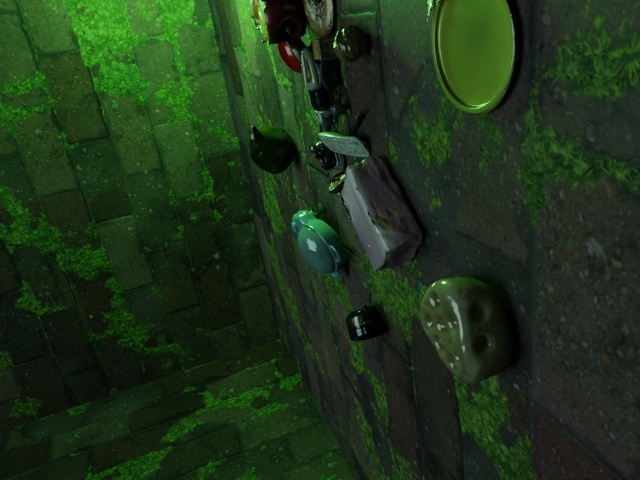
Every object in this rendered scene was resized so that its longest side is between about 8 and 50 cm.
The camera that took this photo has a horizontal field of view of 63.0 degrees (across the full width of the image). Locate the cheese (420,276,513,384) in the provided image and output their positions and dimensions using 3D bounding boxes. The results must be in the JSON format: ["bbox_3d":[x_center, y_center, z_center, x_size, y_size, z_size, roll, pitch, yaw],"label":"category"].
[{"bbox_3d":[0.291,0.172,1.061,0.218,0.117,0.235,-131,27,-60],"label":"cheese"}]

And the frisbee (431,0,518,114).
[{"bbox_3d":[0.253,-0.329,0.875,0.236,0.017,0.236,165,90,-75],"label":"frisbee"}]

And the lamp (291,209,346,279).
[{"bbox_3d":[-0.011,0.005,1.906,0.209,0.147,0.284,92,157,-54],"label":"lamp"}]

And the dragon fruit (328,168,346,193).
[{"bbox_3d":[0.071,-0.192,1.584,0.131,0.097,0.063,-92,-2,-64],"label":"dragon fruit"}]

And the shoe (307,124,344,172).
[{"bbox_3d":[0.010,-0.290,1.627,0.071,0.099,0.169,145,109,-76],"label":"shoe"}]

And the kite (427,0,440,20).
[{"bbox_3d":[0.201,-0.453,0.924,0.122,0.004,0.090,105,160,-55],"label":"kite"}]

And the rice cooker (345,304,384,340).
[{"bbox_3d":[0.143,0.273,1.701,0.165,0.112,0.107,111,146,-65],"label":"rice cooker"}]

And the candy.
[{"bbox_3d":[0.148,-0.067,1.327,0.156,0.115,0.265,104,148,-60],"label":"candy"}]

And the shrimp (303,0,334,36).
[{"bbox_3d":[0.001,-0.653,1.416,0.132,0.051,0.188,2,114,54],"label":"shrimp"}]

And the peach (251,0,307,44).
[{"bbox_3d":[-0.121,-0.703,1.576,0.267,0.153,0.159,-114,22,-54],"label":"peach"}]

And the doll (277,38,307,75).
[{"bbox_3d":[-0.069,-0.570,1.642,0.217,0.085,0.183,60,-178,27],"label":"doll"}]

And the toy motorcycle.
[{"bbox_3d":[0.012,-0.439,1.491,0.157,0.090,0.263,-143,38,-60],"label":"toy motorcycle"}]

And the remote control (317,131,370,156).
[{"bbox_3d":[0.066,-0.282,1.495,0.073,0.044,0.229,50,166,-31],"label":"remote control"}]

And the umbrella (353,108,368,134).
[{"bbox_3d":[0.102,-0.323,1.417,0.149,0.022,0.022,133,157,-73],"label":"umbrella"}]

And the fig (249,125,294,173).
[{"bbox_3d":[-0.217,-0.380,2.102,0.244,0.195,0.195,24,-147,-50],"label":"fig"}]

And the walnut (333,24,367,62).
[{"bbox_3d":[0.072,-0.474,1.259,0.092,0.092,0.092,164,90,-75],"label":"walnut"}]
